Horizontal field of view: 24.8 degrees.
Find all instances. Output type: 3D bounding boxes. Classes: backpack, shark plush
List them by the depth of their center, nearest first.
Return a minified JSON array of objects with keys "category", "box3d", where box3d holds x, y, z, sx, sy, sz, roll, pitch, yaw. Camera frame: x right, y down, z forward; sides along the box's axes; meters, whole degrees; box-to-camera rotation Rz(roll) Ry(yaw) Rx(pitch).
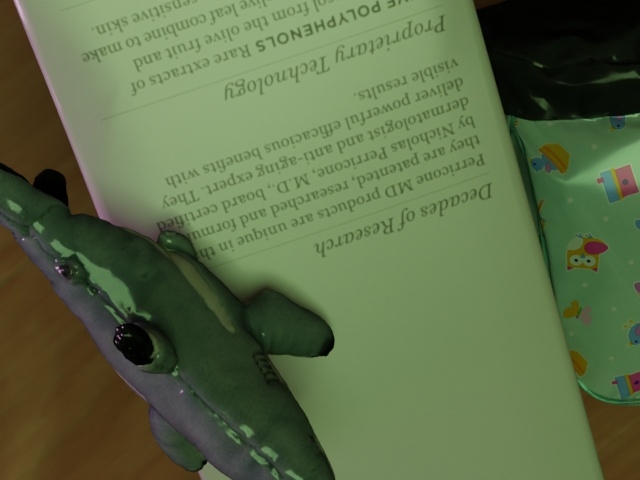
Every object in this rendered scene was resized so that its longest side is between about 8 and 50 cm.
[{"category":"shark plush","box3d":[-0.050,0.022,0.465,0.073,0.067,0.161,-31,109,7]},{"category":"backpack","box3d":[0.138,-0.019,0.652,0.152,0.115,0.182,-7,118,7]}]

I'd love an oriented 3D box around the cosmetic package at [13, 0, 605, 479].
[{"category":"cosmetic package","box3d":[0.000,0.000,0.603,0.155,0.197,0.365,-20,112,0]}]
